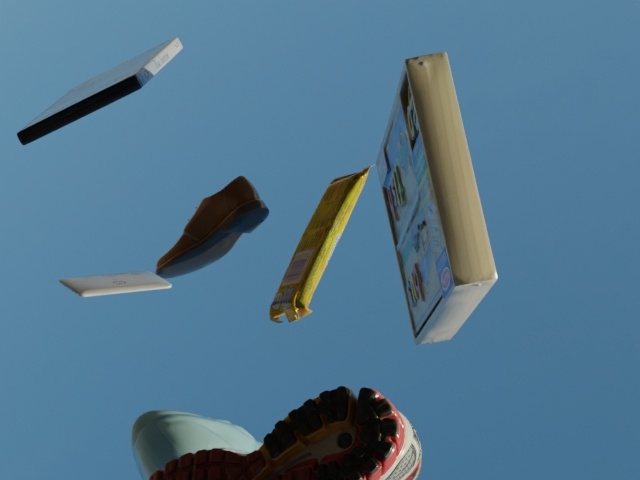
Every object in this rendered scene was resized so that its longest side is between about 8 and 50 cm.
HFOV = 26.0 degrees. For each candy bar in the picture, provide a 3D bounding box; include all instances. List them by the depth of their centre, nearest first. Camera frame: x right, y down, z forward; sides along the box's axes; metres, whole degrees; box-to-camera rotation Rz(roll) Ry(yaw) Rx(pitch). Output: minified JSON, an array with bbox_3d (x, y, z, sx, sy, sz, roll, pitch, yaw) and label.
[{"bbox_3d":[0.000,0.000,1.057,0.040,0.018,0.161,-15,-142,39],"label":"candy bar"}]

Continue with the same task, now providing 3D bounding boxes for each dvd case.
[{"bbox_3d":[-0.290,-0.203,1.852,0.180,0.022,0.253,-23,-165,14],"label":"dvd case"}]

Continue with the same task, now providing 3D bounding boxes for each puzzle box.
[{"bbox_3d":[0.135,-0.033,1.716,0.052,0.409,0.272,-11,-103,-5],"label":"puzzle box"}]

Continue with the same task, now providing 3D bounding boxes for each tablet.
[{"bbox_3d":[-0.174,0.036,1.177,0.083,0.006,0.054,-6,-165,-30],"label":"tablet"}]

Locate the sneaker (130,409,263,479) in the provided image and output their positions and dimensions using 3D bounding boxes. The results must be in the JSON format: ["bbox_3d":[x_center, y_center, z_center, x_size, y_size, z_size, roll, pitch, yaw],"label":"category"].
[{"bbox_3d":[-0.095,0.266,1.566,0.135,0.366,0.150,-41,-120,-2],"label":"sneaker"}]

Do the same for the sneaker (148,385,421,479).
[{"bbox_3d":[-0.031,0.179,0.932,0.225,0.093,0.088,-25,-122,17],"label":"sneaker"}]

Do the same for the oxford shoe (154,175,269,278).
[{"bbox_3d":[-0.165,-0.016,2.003,0.212,0.076,0.076,-37,-114,24],"label":"oxford shoe"}]
